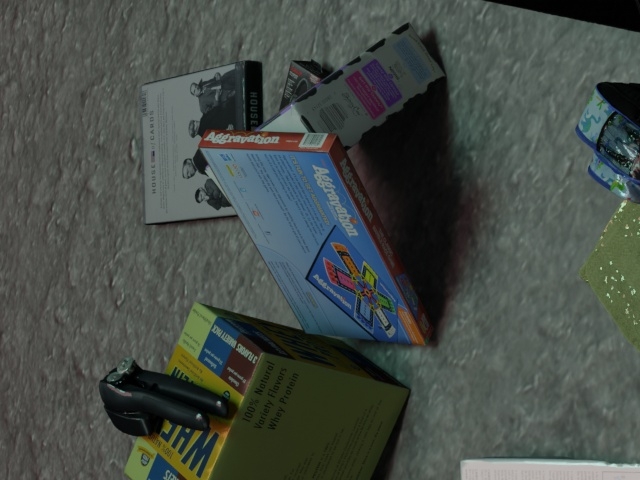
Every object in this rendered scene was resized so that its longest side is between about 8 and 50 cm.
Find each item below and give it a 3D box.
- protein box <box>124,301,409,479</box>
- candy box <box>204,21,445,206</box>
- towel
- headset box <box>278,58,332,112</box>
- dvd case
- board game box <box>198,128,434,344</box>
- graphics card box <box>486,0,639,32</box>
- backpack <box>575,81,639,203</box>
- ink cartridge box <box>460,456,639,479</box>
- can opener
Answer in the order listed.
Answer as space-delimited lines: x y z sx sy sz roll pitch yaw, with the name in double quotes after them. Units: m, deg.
-0.056 0.195 1.739 0.136 0.201 0.200 32 101 50 "protein box"
0.005 -0.119 1.696 0.070 0.196 0.165 54 141 -4 "candy box"
0.284 0.034 1.454 0.148 0.027 0.110 57 131 39 "towel"
-0.012 -0.155 1.862 0.062 0.032 0.083 38 121 48 "headset box"
-0.147 -0.113 2.050 0.238 0.029 0.179 -4 86 55 "dvd case"
0.000 0.000 1.648 0.145 0.281 0.027 5 51 31 "board game box"
0.113 -0.306 1.522 0.371 0.232 0.094 40 117 46 "graphics card box"
0.268 -0.079 1.412 0.114 0.105 0.084 52 128 48 "backpack"
0.235 0.288 1.517 0.232 0.066 0.189 -4 85 33 "ink cartridge box"
-0.153 0.155 1.675 0.186 0.059 0.073 1 128 47 "can opener"
